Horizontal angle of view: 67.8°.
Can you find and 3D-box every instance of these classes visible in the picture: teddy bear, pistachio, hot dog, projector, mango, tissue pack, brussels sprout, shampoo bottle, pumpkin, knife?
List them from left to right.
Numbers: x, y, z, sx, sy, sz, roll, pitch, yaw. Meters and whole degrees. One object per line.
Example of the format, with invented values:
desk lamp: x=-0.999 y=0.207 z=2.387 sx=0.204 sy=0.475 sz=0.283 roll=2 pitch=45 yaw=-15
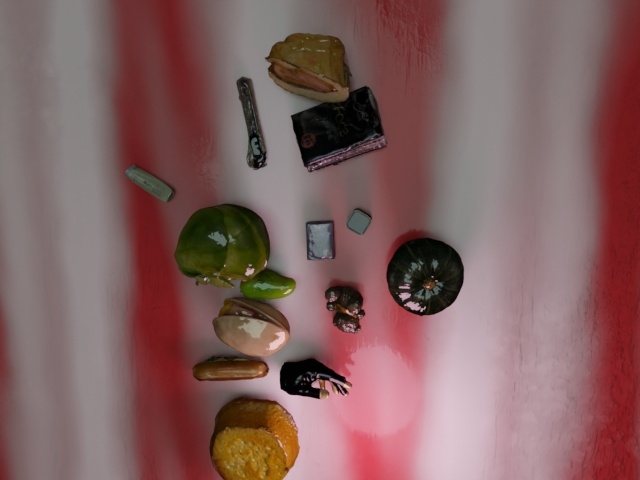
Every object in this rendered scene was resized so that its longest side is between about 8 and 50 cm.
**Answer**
shampoo bottle: x=-0.706 y=-0.235 z=1.971 sx=0.212 sy=0.049 sz=0.072 roll=30 pitch=106 yaw=2
brussels sprout: x=-0.386 y=0.008 z=1.867 sx=0.371 sy=0.276 sz=0.315 roll=-11 pitch=111 yaw=16
hot dog: x=-0.388 y=0.541 z=2.019 sx=0.337 sy=0.135 sz=0.100 roll=-4 pitch=77 yaw=7
knife: x=-0.277 y=-0.463 z=1.885 sx=0.089 sy=0.043 sz=0.366 roll=-8 pitch=97 yaw=7
pistachio: x=-0.269 y=0.344 z=1.915 sx=0.308 sy=0.230 sz=0.230 roll=24 pitch=101 yaw=1
mango: x=-0.213 y=0.178 z=1.946 sx=0.232 sy=0.111 sz=0.126 roll=-5 pitch=103 yaw=7
tissue pack: x=0.000 y=0.000 z=1.921 sx=0.112 sy=0.051 sz=0.156 roll=-1 pitch=99 yaw=5
tissue pack: x=0.066 y=-0.420 z=1.784 sx=0.332 sy=0.123 sz=0.245 roll=-18 pitch=72 yaw=11
teddy bear: x=0.108 y=0.282 z=1.922 sx=0.177 sy=0.140 sz=0.190 roll=17 pitch=111 yaw=31
projector: x=0.152 y=-0.074 z=1.873 sx=0.083 sy=0.082 sz=0.083 roll=31 pitch=102 yaw=2
pumpkin: x=0.395 y=0.136 z=1.819 sx=0.300 sy=0.207 sz=0.300 roll=-2 pitch=105 yaw=-6

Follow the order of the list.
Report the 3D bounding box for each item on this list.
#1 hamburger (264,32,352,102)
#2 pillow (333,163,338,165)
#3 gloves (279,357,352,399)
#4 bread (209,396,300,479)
hamburger: x=-0.012 y=-0.647 z=1.750 sx=0.329 sy=0.162 sz=0.209 roll=22 pitch=70 yaw=15
pillow: x=0.105 y=-0.357 z=1.852 sx=0.150 sy=0.048 sz=0.090 roll=-23 pitch=101 yaw=7
gloves: x=-0.022 y=0.572 z=1.942 sx=0.300 sy=0.197 sz=0.152 roll=15 pitch=111 yaw=6
bread: x=-0.285 y=0.860 z=2.014 sx=0.397 sy=0.215 sz=0.398 roll=2 pitch=104 yaw=10
